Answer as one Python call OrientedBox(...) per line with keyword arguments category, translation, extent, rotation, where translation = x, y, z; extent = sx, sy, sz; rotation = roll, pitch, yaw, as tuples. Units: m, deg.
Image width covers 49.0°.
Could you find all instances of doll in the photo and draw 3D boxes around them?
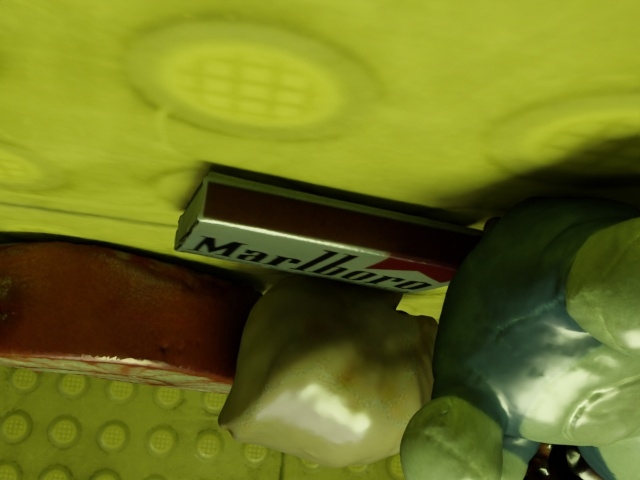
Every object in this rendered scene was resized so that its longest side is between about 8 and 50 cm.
OrientedBox(category="doll", translation=(0.187, 0.072, 0.397), extent=(0.258, 0.154, 0.228), rotation=(23, 120, -19))

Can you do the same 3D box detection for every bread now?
OrientedBox(category="bread", translation=(-0.214, 0.088, 0.734), extent=(0.295, 0.114, 0.328), rotation=(-6, 160, 41))

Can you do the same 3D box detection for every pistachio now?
OrientedBox(category="pistachio", translation=(0.007, 0.115, 0.607), extent=(0.197, 0.166, 0.288), rotation=(-34, 169, -9))

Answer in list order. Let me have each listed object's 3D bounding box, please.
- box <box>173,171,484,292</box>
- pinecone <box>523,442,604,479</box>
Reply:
OrientedBox(category="box", translation=(0.000, 0.000, 0.457), extent=(0.177, 0.036, 0.115), rotation=(11, 166, -18))
OrientedBox(category="pinecone", translation=(0.245, 0.165, 0.600), extent=(0.264, 0.264, 0.264), rotation=(6, 166, 1))
